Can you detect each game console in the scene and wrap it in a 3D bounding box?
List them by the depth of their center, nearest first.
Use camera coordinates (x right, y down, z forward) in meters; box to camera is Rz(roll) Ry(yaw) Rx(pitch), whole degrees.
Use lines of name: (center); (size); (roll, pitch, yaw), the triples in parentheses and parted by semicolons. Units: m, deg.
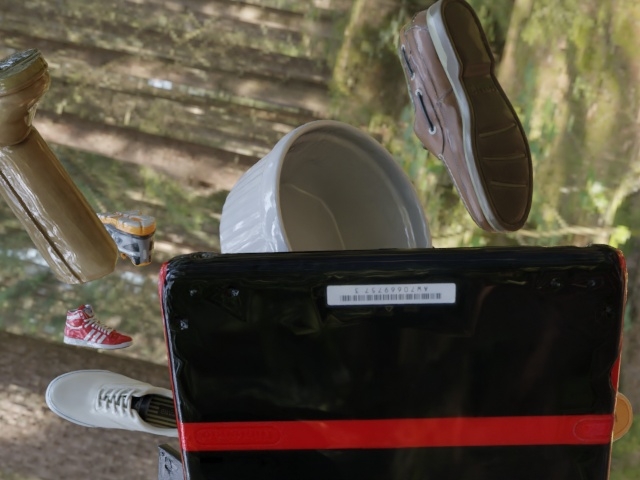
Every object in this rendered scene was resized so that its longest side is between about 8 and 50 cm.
game console: (0.063, 0.162, 0.867); (0.060, 0.386, 0.342); (-85, -7, -69)

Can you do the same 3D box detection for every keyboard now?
keyboard: (-0.126, 0.297, 1.162); (0.023, 0.180, 0.108); (-24, -52, -45)

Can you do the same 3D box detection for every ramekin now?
ramekin: (0.000, 0.000, 0.946); (0.109, 0.207, 0.207); (-26, 33, 41)

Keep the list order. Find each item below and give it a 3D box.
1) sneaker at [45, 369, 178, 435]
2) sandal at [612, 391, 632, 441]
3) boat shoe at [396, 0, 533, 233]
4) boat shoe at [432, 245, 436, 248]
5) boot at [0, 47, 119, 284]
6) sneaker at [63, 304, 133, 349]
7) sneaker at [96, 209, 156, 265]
sneaker: (-0.307, 0.256, 1.578); (0.091, 0.258, 0.094); (125, 153, -70)
sandal: (0.340, 0.254, 1.345); (0.076, 0.265, 0.102); (-15, 87, 63)
boat shoe: (0.180, -0.148, 1.254); (0.110, 0.104, 0.308); (-3, -104, -41)
boat shoe: (0.127, 0.051, 1.599); (0.079, 0.084, 0.233); (-43, -11, 26)
boot: (-0.305, -0.075, 1.118); (0.089, 0.236, 0.270); (-40, -66, -26)
sneaker: (-0.368, 0.142, 1.643); (0.042, 0.118, 0.067); (-54, -31, -78)
sneaker: (-0.354, -0.009, 1.802); (0.215, 0.084, 0.083); (-158, 62, -65)
